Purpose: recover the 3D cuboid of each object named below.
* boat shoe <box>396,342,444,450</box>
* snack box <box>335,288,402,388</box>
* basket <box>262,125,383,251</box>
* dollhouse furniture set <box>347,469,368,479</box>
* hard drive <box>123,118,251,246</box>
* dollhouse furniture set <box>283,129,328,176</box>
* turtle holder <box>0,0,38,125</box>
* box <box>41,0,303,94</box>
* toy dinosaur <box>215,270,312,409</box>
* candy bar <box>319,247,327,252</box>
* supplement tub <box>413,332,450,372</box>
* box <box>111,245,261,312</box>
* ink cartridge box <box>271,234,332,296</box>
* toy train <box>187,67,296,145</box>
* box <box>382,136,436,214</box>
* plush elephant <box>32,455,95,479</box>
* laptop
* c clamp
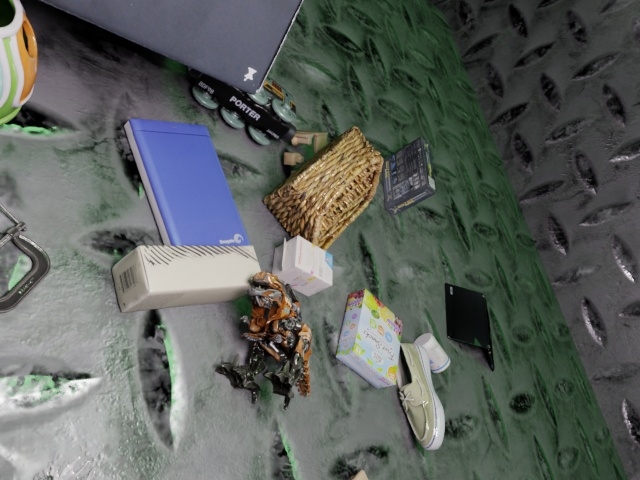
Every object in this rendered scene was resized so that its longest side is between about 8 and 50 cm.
[{"bbox_3d":[0.258,0.423,1.436,0.094,0.109,0.302,16,45,-25],"label":"boat shoe"},{"bbox_3d":[0.138,0.264,1.404,0.174,0.070,0.207,41,43,-26],"label":"snack box"},{"bbox_3d":[0.046,-0.125,1.363,0.299,0.213,0.223,-44,102,-31],"label":"basket"},{"bbox_3d":[0.109,0.680,1.011,0.356,0.174,0.303,-27,89,-53],"label":"dollhouse furniture set"},{"bbox_3d":[-0.291,-0.116,1.163,0.210,0.040,0.318,-9,74,-52],"label":"hard drive"},{"bbox_3d":[-0.072,-0.241,1.519,0.144,0.123,0.151,-20,118,-53],"label":"dollhouse furniture set"},{"bbox_3d":[-0.592,-0.321,0.780,0.320,0.227,0.243,41,42,-26],"label":"turtle holder"},{"bbox_3d":[-0.353,-0.559,0.995,0.480,0.297,0.472,12,25,-47],"label":"box"},{"bbox_3d":[-0.075,0.219,1.088,0.322,0.164,0.218,50,43,-20],"label":"toy dinosaur"},{"bbox_3d":[0.000,0.000,1.456,0.040,0.018,0.161,19,54,-43],"label":"candy bar"},{"bbox_3d":[0.341,0.345,1.593,0.107,0.071,0.071,53,37,-10],"label":"supplement tub"},{"bbox_3d":[-0.253,0.071,1.030,0.275,0.113,0.094,1,66,-51],"label":"box"},{"bbox_3d":[-0.050,0.061,1.294,0.143,0.090,0.092,31,46,-33],"label":"ink cartridge box"},{"bbox_3d":[-0.201,-0.391,1.385,0.334,0.142,0.190,31,34,-32],"label":"toy train"},{"bbox_3d":[0.306,-0.227,1.830,0.059,0.183,0.232,31,45,-36],"label":"box"},{"bbox_3d":[-0.415,0.369,0.552,0.272,0.256,0.329,74,31,-85],"label":"plush elephant"},{"bbox_3d":[0.547,0.317,1.907,0.264,0.137,0.234,63,27,-45],"label":"laptop"},{"bbox_3d":[-0.508,0.032,0.829,0.137,0.022,0.160,47,37,-27],"label":"c clamp"}]
